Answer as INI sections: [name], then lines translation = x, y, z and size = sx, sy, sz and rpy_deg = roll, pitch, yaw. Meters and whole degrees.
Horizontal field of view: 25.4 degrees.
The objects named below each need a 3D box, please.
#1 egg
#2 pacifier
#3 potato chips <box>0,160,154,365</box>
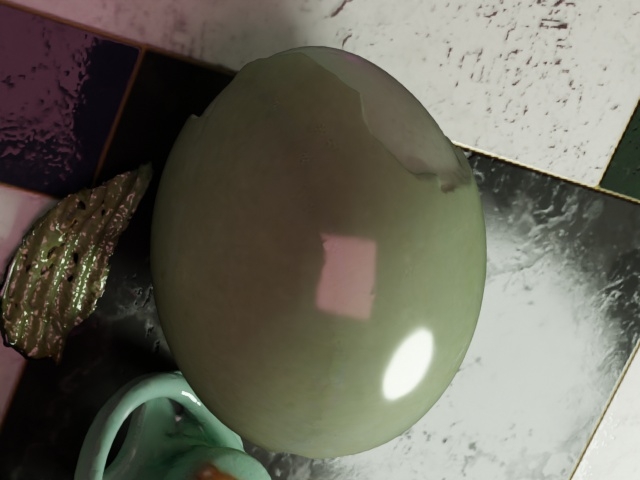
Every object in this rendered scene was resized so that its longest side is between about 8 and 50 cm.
[egg]
translation = 0.000, 0.000, 1.167
size = 0.278, 0.278, 0.336
rpy_deg = -8, 122, -20
[pacifier]
translation = -0.189, 0.259, 1.253
size = 0.269, 0.343, 0.288
rpy_deg = -7, 116, 21
[potato chips]
translation = -0.218, 0.014, 1.226
size = 0.092, 0.028, 0.207
rpy_deg = 20, 107, -32
